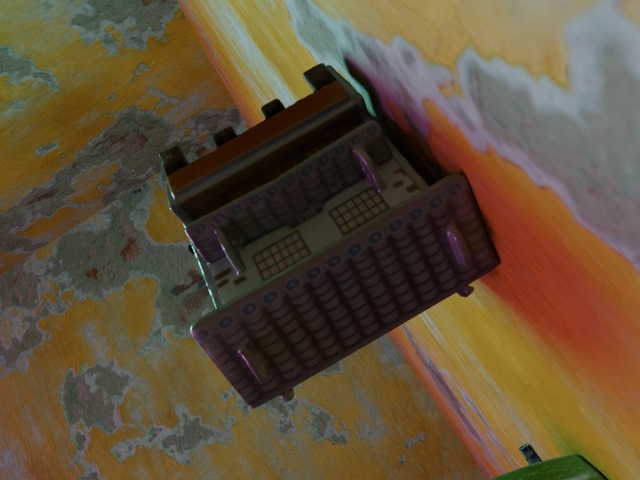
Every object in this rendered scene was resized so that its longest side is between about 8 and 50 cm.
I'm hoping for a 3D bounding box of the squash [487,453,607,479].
[{"bbox_3d":[0.253,0.306,0.488,0.170,0.123,0.170,56,179,2],"label":"squash"}]

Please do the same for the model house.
[{"bbox_3d":[0.000,0.000,0.431,0.215,0.224,0.198,60,178,34],"label":"model house"}]

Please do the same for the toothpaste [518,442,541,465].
[{"bbox_3d":[0.334,0.349,0.720,0.083,0.017,0.020,56,175,17],"label":"toothpaste"}]
